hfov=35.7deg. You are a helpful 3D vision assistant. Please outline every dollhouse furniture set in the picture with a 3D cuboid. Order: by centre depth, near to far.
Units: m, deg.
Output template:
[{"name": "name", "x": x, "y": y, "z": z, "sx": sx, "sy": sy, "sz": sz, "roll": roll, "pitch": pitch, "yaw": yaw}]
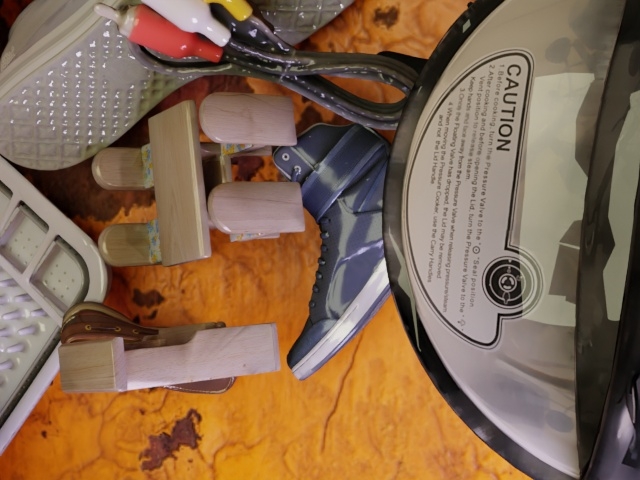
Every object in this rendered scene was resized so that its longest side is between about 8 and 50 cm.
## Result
[{"name": "dollhouse furniture set", "x": -0.139, "y": 0.003, "z": 0.870, "sx": 0.212, "sy": 0.161, "sz": 0.242, "roll": -13, "pitch": 82, "yaw": 52}]

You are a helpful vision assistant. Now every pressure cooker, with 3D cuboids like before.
[{"name": "pressure cooker", "x": 0.238, "y": -0.021, "z": 0.644, "sx": 0.375, "sy": 0.420, "sz": 0.370, "roll": -38, "pitch": 80, "yaw": 18}]

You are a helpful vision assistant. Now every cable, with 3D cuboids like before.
[{"name": "cable", "x": -0.053, "y": -0.151, "z": 0.838, "sx": 0.287, "sy": 0.072, "sz": 0.139, "roll": 32, "pitch": 125, "yaw": -13}]

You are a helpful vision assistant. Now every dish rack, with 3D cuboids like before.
[{"name": "dish rack", "x": -0.378, "y": 0.069, "z": 1.062, "sx": 0.285, "sy": 0.072, "sz": 0.333, "roll": 40, "pitch": 104, "yaw": 14}]

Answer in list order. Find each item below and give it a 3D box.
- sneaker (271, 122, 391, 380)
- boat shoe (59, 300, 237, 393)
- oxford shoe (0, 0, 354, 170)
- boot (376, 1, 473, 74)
[{"name": "sneaker", "x": 0.001, "y": -0.001, "z": 0.903, "sx": 0.163, "sy": 0.086, "sz": 0.226, "roll": 37, "pitch": 95, "yaw": 6}, {"name": "boat shoe", "x": -0.165, "y": 0.115, "z": 0.956, "sx": 0.178, "sy": 0.060, "sz": 0.064, "roll": 20, "pitch": 108, "yaw": -12}, {"name": "oxford shoe", "x": -0.135, "y": -0.225, "z": 0.932, "sx": 0.449, "sy": 0.169, "sz": 0.130, "roll": -28, "pitch": 46, "yaw": 17}, {"name": "boot", "x": 0.116, "y": -0.165, "z": 0.885, "sx": 0.121, "sy": 0.045, "sz": 0.099, "roll": 34, "pitch": 105, "yaw": 9}]
